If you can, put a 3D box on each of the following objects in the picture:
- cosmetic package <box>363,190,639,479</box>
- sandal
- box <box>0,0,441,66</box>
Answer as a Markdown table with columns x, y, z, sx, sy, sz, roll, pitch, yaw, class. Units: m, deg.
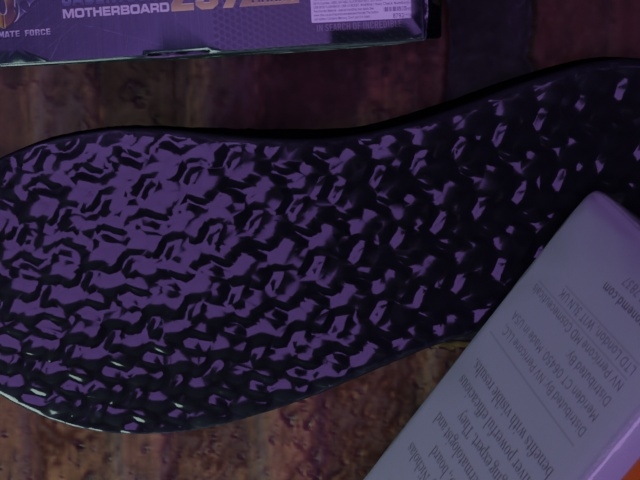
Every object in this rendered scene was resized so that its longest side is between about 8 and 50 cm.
| x | y | z | sx | sy | sz | roll | pitch | yaw | class |
| --- | --- | --- | --- | --- | --- | --- | --- | --- | --- |
| 0.110 | 0.230 | 0.706 | 0.230 | 0.161 | 0.453 | 32 | 102 | -21 | cosmetic package |
| 0.002 | 0.002 | 0.758 | 0.446 | 0.107 | 0.167 | -9 | 97 | -5 | sandal |
| -0.056 | -0.124 | 0.692 | 0.233 | 0.183 | 0.059 | -2 | 98 | 8 | box |
